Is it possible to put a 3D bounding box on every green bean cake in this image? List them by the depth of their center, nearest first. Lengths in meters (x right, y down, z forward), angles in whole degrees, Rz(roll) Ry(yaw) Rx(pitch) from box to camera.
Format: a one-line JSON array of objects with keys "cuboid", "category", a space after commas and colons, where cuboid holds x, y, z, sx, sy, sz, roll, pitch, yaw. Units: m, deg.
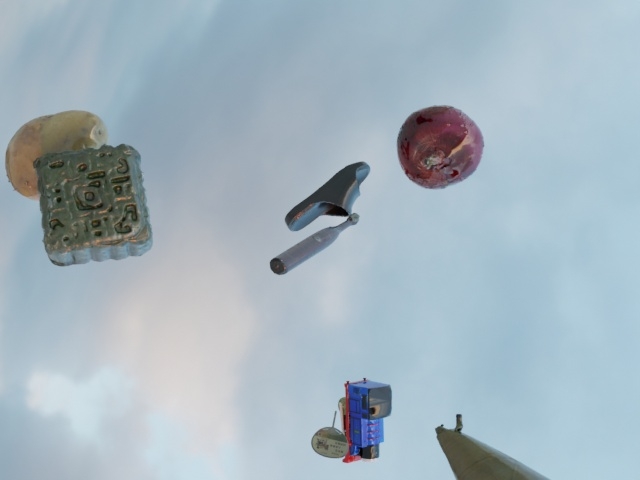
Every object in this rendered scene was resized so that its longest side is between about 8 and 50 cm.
[{"cuboid": [-0.365, -0.059, 1.412, 0.094, 0.173, 0.181, 132, -50, -75], "category": "green bean cake"}]

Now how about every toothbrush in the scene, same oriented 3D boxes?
[{"cuboid": [0.000, 0.001, 1.786, 0.041, 0.041, 0.364, -46, 172, 31], "category": "toothbrush"}]

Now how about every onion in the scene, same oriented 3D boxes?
[{"cuboid": [0.193, -0.151, 1.457, 0.150, 0.150, 0.140, -54, 173, 20], "category": "onion"}]

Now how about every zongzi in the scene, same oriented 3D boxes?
[{"cuboid": [0.347, 0.486, 1.266, 0.181, 0.447, 0.418, -38, -130, -13], "category": "zongzi"}]

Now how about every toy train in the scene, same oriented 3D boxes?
[{"cuboid": [0.108, 0.446, 2.148, 0.131, 0.083, 0.204, 1, -87, 49], "category": "toy train"}]

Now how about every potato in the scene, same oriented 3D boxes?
[{"cuboid": [-0.483, -0.147, 1.587, 0.235, 0.161, 0.128, -7, -163, 24], "category": "potato"}]

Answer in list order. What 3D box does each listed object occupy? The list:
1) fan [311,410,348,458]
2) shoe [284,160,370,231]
[{"cuboid": [0.011, 0.317, 1.409, 0.003, 0.060, 0.080, 105, -30, -52], "category": "fan"}, {"cuboid": [0.033, -0.083, 2.063, 0.241, 0.108, 0.093, -36, -109, -1], "category": "shoe"}]
